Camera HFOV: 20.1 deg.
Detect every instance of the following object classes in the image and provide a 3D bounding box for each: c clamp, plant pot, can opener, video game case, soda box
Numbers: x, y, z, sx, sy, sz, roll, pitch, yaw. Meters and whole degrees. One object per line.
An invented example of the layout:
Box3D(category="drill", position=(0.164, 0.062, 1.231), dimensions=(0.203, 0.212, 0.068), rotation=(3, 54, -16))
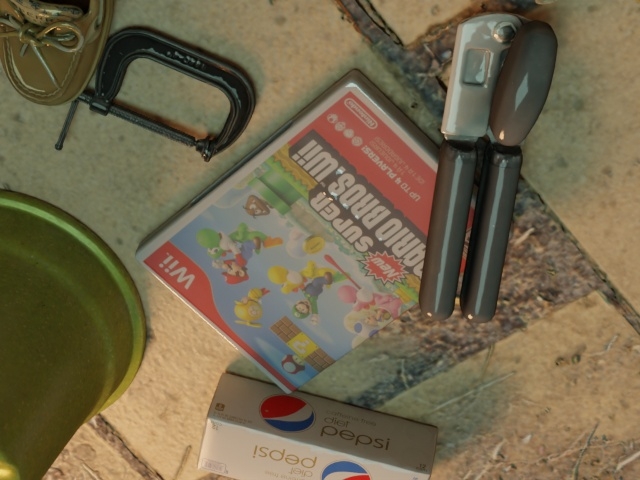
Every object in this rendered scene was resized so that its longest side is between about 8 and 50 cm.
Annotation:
Box3D(category="c clamp", position=(-0.140, -0.116, 1.561), dimensions=(0.161, 0.022, 0.137), rotation=(18, 120, 1))
Box3D(category="plant pot", position=(-0.320, 0.134, 1.619), dimensions=(0.276, 0.254, 0.276), rotation=(5, 123, 8))
Box3D(category="can opener", position=(0.132, -0.055, 1.489), dimensions=(0.074, 0.093, 0.280), rotation=(6, 116, -6))
Box3D(category="video game case", position=(0.000, 0.000, 1.605), dimensions=(0.204, 0.025, 0.285), rotation=(43, 121, -17))
Box3D(category="soda box", position=(-0.003, 0.196, 1.705), dimensions=(0.216, 0.074, 0.069), rotation=(15, 125, 1))

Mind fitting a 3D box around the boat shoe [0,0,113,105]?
Box3D(category="boat shoe", position=(-0.223, -0.227, 1.458), dimensions=(0.105, 0.089, 0.285), rotation=(11, 123, 4))

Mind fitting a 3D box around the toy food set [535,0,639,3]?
Box3D(category="toy food set", position=(0.273, -0.243, 1.372), dimensions=(0.218, 0.071, 0.128), rotation=(-1, 99, 9))
